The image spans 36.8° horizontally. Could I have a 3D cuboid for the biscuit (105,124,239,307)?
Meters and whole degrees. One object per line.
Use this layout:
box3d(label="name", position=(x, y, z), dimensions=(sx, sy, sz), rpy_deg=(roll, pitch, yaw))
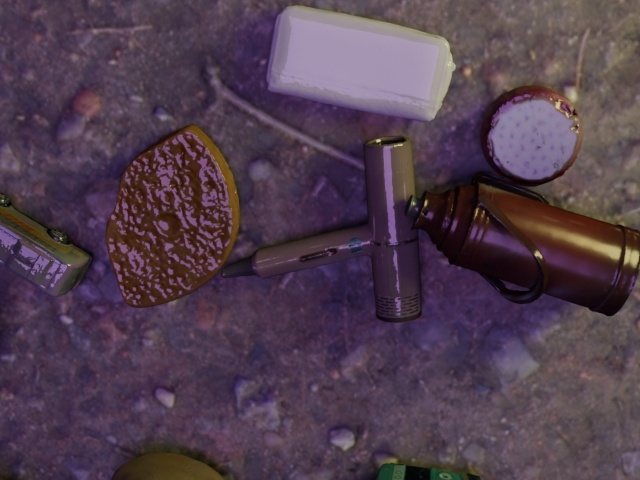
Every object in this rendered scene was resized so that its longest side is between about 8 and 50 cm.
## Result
box3d(label="biscuit", position=(-0.162, -0.020, 1.060), dimensions=(0.142, 0.029, 0.220), rpy_deg=(19, 108, 3))

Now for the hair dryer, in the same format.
box3d(label="hair dryer", position=(-0.004, -0.012, 1.039), dimensions=(0.220, 0.053, 0.195), rpy_deg=(0, 106, 14))

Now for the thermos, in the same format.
box3d(label="thermos", position=(0.199, -0.005, 0.981), dimensions=(0.232, 0.124, 0.099), rpy_deg=(18, 149, -1))

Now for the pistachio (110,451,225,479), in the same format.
box3d(label="pistachio", position=(-0.158, 0.345, 1.125), dimensions=(0.152, 0.126, 0.223), rpy_deg=(-45, 99, -19))

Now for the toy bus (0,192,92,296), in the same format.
box3d(label="toy bus", position=(-0.342, -0.002, 1.068), dimensions=(0.172, 0.072, 0.057), rpy_deg=(32, 104, -4))

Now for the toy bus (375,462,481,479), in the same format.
box3d(label="toy bus", position=(0.095, 0.387, 1.102), dimensions=(0.147, 0.128, 0.256), rpy_deg=(14, 110, 4))

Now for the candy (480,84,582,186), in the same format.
box3d(label="candy", position=(0.214, -0.106, 0.978), dimensions=(0.103, 0.043, 0.103), rpy_deg=(2, 107, 7))

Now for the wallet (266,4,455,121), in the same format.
box3d(label="wallet", position=(0.042, -0.180, 0.983), dimensions=(0.190, 0.033, 0.095), rpy_deg=(11, 110, 5))
